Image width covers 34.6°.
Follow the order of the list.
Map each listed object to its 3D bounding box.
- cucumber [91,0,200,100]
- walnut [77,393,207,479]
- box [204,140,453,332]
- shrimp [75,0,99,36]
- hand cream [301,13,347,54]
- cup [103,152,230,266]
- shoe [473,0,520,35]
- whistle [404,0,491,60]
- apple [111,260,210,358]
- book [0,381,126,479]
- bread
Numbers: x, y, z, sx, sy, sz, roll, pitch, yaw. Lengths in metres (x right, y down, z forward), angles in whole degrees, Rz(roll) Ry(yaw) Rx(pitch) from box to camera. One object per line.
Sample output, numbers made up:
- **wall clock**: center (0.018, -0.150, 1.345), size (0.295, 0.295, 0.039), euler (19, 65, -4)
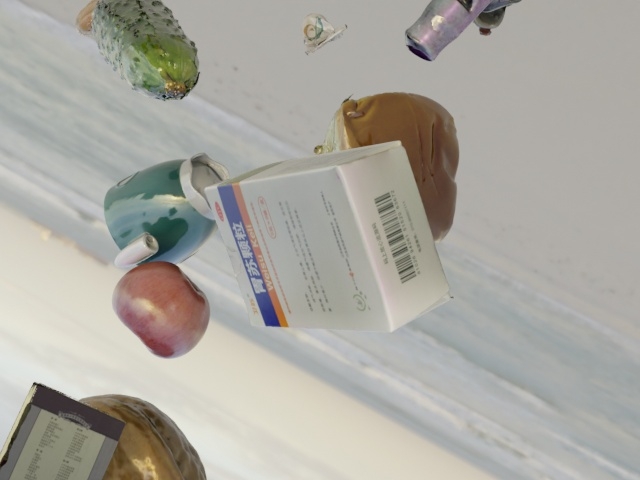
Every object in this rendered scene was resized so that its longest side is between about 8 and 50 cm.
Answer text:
- **cucumber**: center (-0.130, -0.146, 0.770), size (0.069, 0.069, 0.227), euler (33, -172, -30)
- **walnut**: center (-0.319, 0.397, 1.580), size (0.333, 0.333, 0.333), euler (29, 173, 4)
- **box**: center (0.000, 0.000, 1.260), size (0.299, 0.106, 0.200), euler (-4, 108, 53)
- **shrimp**: center (-0.304, -0.355, 1.540), size (0.051, 0.132, 0.187), euler (53, -168, -17)
- **hand cream**: center (-0.002, -0.370, 1.847), size (0.050, 0.084, 0.257), euler (58, -177, -21)
- **cup**: center (-0.231, -0.056, 1.654), size (0.167, 0.173, 0.299), euler (51, -149, -16)
- **shoe**: center (0.210, -0.327, 1.302), size (0.227, 0.099, 0.125), euler (-132, 20, -80)
- **whistle**: center (0.125, -0.195, 0.714), size (0.033, 0.176, 0.033), euler (42, 180, 0)
- **apple**: center (-0.234, 0.100, 1.534), size (0.153, 0.120, 0.153), euler (47, 172, 9)
- **book**: center (-0.367, 0.322, 1.370), size (0.026, 0.231, 0.157), euler (4, 155, 44)
- **bread**: center (0.103, -0.112, 1.775), size (0.250, 0.279, 0.225), euler (1, 180, -27)
